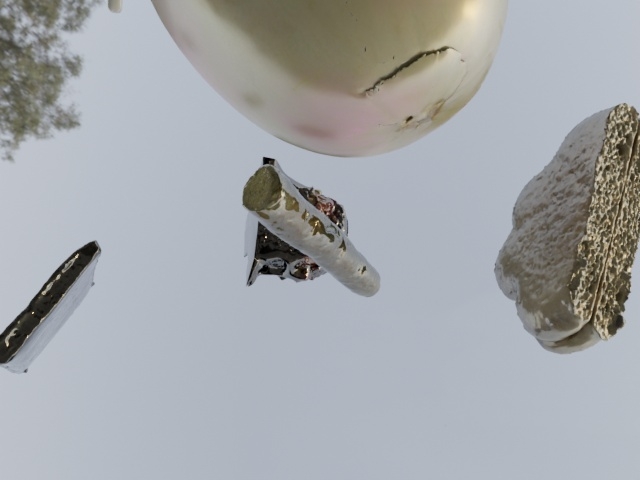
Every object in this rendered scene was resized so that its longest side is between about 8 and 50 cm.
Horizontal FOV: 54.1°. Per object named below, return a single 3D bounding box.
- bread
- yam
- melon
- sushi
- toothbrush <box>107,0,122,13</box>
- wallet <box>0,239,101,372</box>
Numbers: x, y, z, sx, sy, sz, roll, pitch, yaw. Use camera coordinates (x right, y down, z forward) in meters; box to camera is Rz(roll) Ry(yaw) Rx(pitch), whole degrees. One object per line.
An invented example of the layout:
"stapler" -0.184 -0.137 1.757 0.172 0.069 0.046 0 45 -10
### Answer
"bread" 0.315 -0.012 0.796 0.101 0.183 0.338 31 -114 -11
"yam" 0.000 0.000 0.752 0.061 0.274 0.061 -15 -121 25
"melon" -0.011 -0.203 0.415 0.223 0.223 0.317 -27 -107 2
"sushi" -0.037 -0.011 1.018 0.150 0.153 0.172 9 -139 -14
"toothbrush" -0.245 -0.422 0.763 0.019 0.025 0.276 2 -65 -19
"wallet" -0.299 0.082 0.693 0.030 0.285 0.146 39 -114 -10
